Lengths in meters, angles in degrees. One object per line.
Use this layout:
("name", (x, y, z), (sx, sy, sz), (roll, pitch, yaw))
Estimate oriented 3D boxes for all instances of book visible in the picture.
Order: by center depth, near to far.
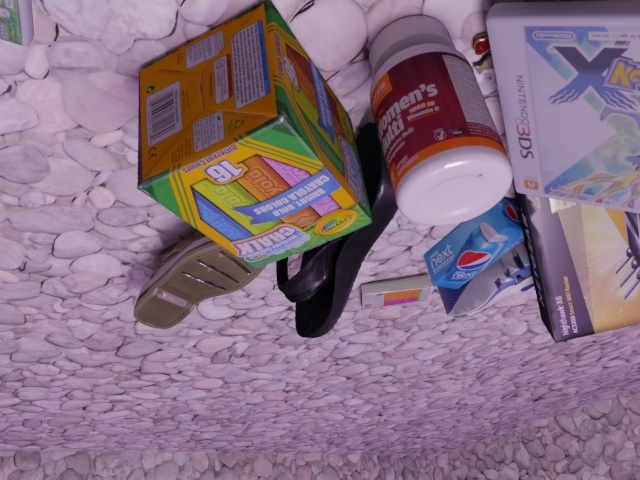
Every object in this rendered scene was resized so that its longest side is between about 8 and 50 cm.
("book", (0.159, 0.114, 1.233), (0.144, 0.035, 0.096), (-9, 152, -1))

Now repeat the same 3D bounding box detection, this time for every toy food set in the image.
("toy food set", (0.234, -0.249, 0.685), (0.122, 0.019, 0.078), (-16, 148, 25))

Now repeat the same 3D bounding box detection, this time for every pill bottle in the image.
("pill bottle", (0.121, -0.137, 0.637), (0.121, 0.221, 0.121), (-7, 149, -4))

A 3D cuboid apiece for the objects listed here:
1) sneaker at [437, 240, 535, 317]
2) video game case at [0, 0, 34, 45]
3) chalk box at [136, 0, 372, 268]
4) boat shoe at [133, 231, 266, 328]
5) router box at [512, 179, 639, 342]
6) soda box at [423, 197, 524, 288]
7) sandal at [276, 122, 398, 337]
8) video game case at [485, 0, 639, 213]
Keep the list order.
("sneaker", (0.394, 0.064, 1.126), (0.182, 0.127, 0.315), (17, 138, -33))
("video game case", (-0.333, -0.263, 0.446), (0.193, 0.023, 0.212), (14, 148, -15))
("chalk box", (-0.056, -0.095, 0.699), (0.179, 0.180, 0.289), (-22, 148, 19))
("boat shoe", (-0.199, 0.038, 0.943), (0.302, 0.103, 0.113), (-29, 131, 30))
("router box", (0.461, -0.007, 0.924), (0.242, 0.081, 0.309), (-16, 112, 10))
("soda box", (0.284, 0.009, 1.058), (0.067, 0.071, 0.210), (8, 144, -27))
("sandal", (0.000, -0.003, 0.887), (0.107, 0.168, 0.446), (4, 140, -17))
("video game case", (0.368, -0.132, 0.650), (0.329, 0.036, 0.300), (15, 152, 35))
